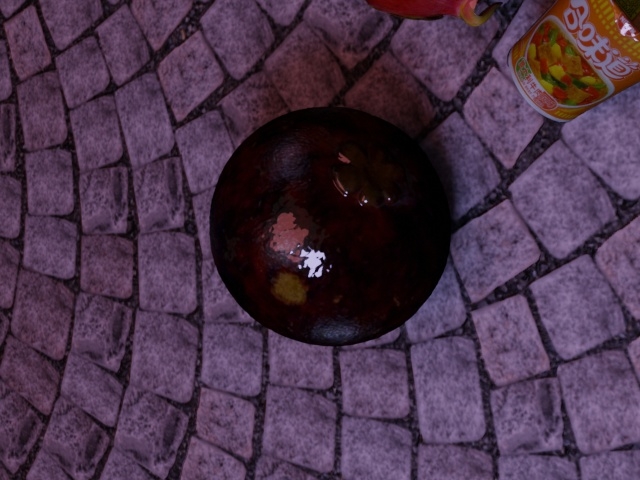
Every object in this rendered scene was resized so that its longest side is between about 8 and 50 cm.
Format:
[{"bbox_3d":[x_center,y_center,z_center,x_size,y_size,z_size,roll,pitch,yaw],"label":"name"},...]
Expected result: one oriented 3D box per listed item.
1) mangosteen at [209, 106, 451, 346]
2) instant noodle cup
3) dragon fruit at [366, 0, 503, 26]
[{"bbox_3d":[0.000,0.000,1.940,0.306,0.306,0.359,61,146,18],"label":"mangosteen"},{"bbox_3d":[0.315,-0.227,1.749,0.185,0.168,0.168,-39,70,43],"label":"instant noodle cup"},{"bbox_3d":[0.131,-0.367,1.844,0.224,0.227,0.224,-170,90,-73],"label":"dragon fruit"}]
